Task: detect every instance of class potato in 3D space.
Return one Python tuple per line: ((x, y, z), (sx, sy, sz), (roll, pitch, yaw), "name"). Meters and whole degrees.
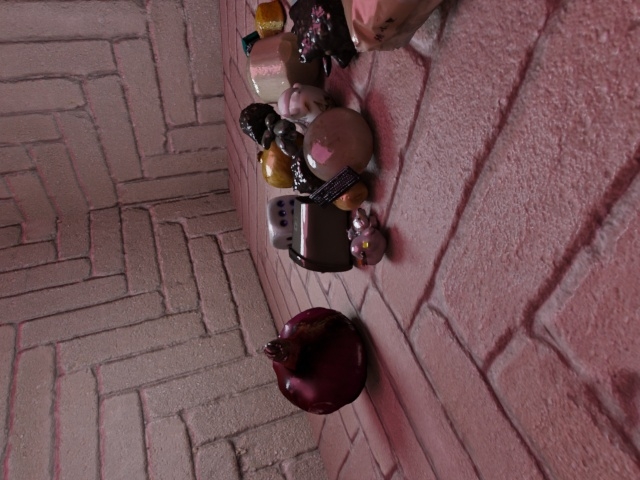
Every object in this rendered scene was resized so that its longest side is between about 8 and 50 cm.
((0.084, -0.156, 1.435), (0.109, 0.118, 0.178), (67, 173, -30), "potato")

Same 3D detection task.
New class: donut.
((-0.225, -0.950, 1.944), (0.259, 0.101, 0.152), (166, 98, -76), "donut")

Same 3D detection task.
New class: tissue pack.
((0.160, -0.600, 0.848), (0.375, 0.195, 0.390), (-44, 58, 54), "tissue pack")

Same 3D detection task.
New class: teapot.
((-0.049, -0.433, 1.502), (0.204, 0.298, 0.139), (15, 91, 27), "teapot")

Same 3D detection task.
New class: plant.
((0.011, -0.597, 1.266), (0.276, 0.188, 0.198), (-25, 82, 69), "plant")
((-0.187, -0.415, 1.669), (0.274, 0.149, 0.146), (37, 171, 37), "plant")
((-0.019, -0.258, 1.589), (0.234, 0.178, 0.204), (-166, 62, -74), "plant")

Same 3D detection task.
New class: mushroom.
((0.057, -0.284, 1.358), (0.178, 0.226, 0.226), (12, -121, -61), "mushroom")

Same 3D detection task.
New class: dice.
((-0.135, -0.078, 1.979), (0.192, 0.194, 0.193), (99, 165, -66), "dice")

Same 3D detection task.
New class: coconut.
((-0.122, -0.614, 1.609), (0.237, 0.266, 0.237), (5, -90, -65), "coconut")

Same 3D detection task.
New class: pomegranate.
((-0.143, -0.331, 1.837), (0.248, 0.248, 0.248), (169, 90, -72), "pomegranate")

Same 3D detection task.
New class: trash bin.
((0.001, -0.030, 1.642), (0.220, 0.219, 0.250), (-147, 55, -63), "trash bin")

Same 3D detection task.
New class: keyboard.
((0.044, -0.156, 1.340), (0.198, 0.064, 0.010), (-35, 24, 47), "keyboard")

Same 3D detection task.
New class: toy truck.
((-0.239, -0.768, 1.939), (0.253, 0.114, 0.124), (58, 168, -18), "toy truck")

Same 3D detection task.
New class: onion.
((-0.035, 0.420, 1.661), (0.420, 0.398, 0.398), (46, -166, -51), "onion")

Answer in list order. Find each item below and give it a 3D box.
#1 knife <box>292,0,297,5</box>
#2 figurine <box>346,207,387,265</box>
((-0.060, -0.854, 1.588), (0.331, 0.044, 0.080), (-144, 42, -72), "knife")
((0.142, -0.003, 1.383), (0.137, 0.112, 0.229), (110, 158, -44), "figurine")
